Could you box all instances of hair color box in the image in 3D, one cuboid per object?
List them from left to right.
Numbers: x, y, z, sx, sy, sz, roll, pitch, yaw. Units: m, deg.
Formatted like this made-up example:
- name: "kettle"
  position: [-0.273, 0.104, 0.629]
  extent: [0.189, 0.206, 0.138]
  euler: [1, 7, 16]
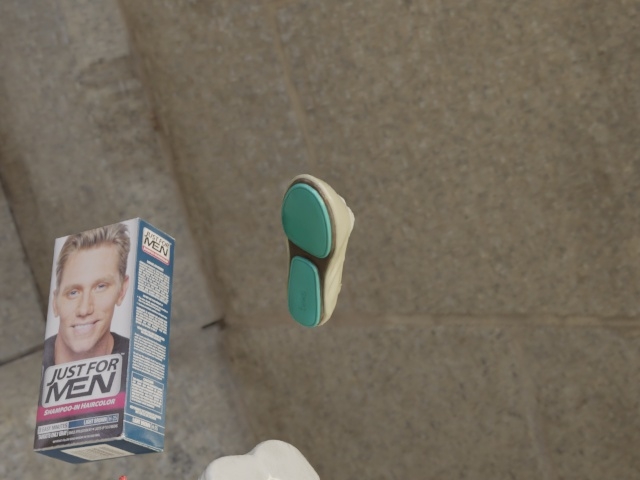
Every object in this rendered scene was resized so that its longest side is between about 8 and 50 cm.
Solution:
- name: "hair color box"
  position: [-0.328, 0.154, 1.683]
  extent: [0.174, 0.105, 0.347]
  euler: [-13, 62, 25]

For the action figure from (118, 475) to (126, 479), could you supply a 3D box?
- name: "action figure"
  position: [-0.290, 0.404, 1.653]
  extent: [0.030, 0.038, 0.115]
  euler: [23, 123, 46]

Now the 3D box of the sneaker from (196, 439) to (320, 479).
- name: "sneaker"
  position: [-0.089, 0.299, 1.320]
  extent: [0.094, 0.212, 0.080]
  euler: [-46, 61, 23]

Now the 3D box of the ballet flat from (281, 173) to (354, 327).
- name: "ballet flat"
  position: [0.000, 0.000, 1.285]
  extent: [0.086, 0.086, 0.248]
  euler: [45, 148, 29]
